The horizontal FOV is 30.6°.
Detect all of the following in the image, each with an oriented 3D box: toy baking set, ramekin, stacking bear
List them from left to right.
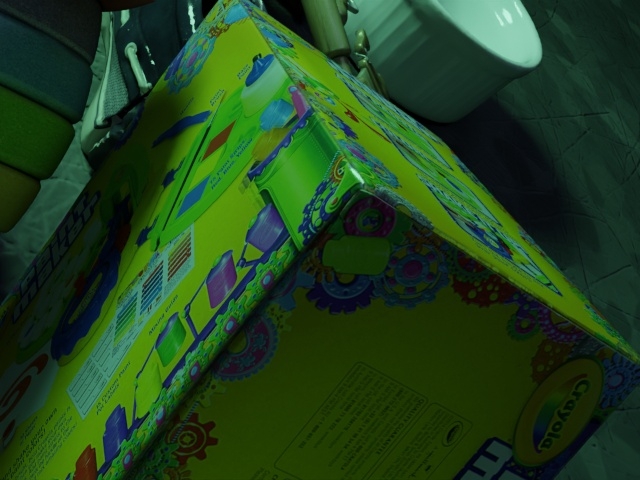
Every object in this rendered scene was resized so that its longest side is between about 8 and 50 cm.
[{"bbox_3d":[-0.217,-0.054,0.629,0.175,0.289,0.164,24,-5,-19],"label":"stacking bear"},{"bbox_3d":[0.016,-0.210,1.123,0.197,0.030,0.256,10,62,-77],"label":"toy baking set"},{"bbox_3d":[0.132,-0.278,1.446,0.277,0.135,0.277,33,33,-25],"label":"ramekin"}]

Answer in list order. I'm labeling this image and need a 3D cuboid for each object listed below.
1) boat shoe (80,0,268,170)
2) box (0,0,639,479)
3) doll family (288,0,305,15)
[{"bbox_3d":[-0.110,-0.194,1.015,0.127,0.158,0.341,29,36,-30],"label":"boat shoe"},{"bbox_3d":[-0.041,0.065,0.613,0.177,0.290,0.279,31,16,-28],"label":"box"},{"bbox_3d":[-0.064,-0.352,1.289,0.263,0.118,0.163,19,39,-38],"label":"doll family"}]
